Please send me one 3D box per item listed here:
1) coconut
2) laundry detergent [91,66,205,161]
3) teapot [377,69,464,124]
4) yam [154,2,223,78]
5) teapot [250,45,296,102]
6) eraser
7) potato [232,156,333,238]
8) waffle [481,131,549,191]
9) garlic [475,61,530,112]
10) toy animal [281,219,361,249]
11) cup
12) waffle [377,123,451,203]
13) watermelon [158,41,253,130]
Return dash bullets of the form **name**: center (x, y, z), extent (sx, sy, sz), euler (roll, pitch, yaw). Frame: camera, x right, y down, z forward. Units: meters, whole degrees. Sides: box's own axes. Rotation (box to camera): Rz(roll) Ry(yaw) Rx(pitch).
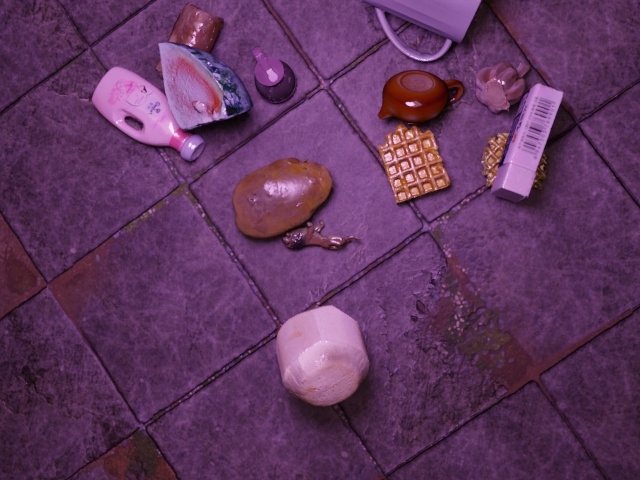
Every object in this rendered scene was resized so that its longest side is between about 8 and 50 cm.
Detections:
- **coconut**: center (0.000, 0.288, 1.662), extent (0.237, 0.266, 0.237), euler (-4, 124, -6)
- **laundry detergent**: center (-0.481, -0.347, 1.785), extent (0.335, 0.088, 0.159), euler (37, 96, 4)
- **teapot**: center (0.274, -0.382, 1.715), extent (0.252, 0.135, 0.178), euler (-14, 53, -15)
- **yam**: center (-0.364, -0.541, 1.758), extent (0.129, 0.128, 0.238), euler (26, 91, 6)
- **teapot**: center (-0.131, -0.464, 1.729), extent (0.116, 0.146, 0.148), euler (-4, 88, 5)
- **eraser**: center (0.537, -0.251, 1.645), extent (0.086, 0.130, 0.287), euler (20, 88, 4)
- **potato**: center (-0.108, -0.122, 1.726), extent (0.296, 0.141, 0.192), euler (-26, 89, 1)
- **waffle**: center (0.535, -0.212, 1.725), extent (0.183, 0.036, 0.169), euler (4, 88, 7)
- **garlic**: center (0.499, -0.434, 1.705), extent (0.131, 0.127, 0.194), euler (47, 66, -14)
- **toy animal**: center (0.003, -0.016, 1.753), extent (0.219, 0.069, 0.086), euler (3, 111, 10)
- **cup**: center (0.262, -0.661, 1.679), extent (0.327, 0.237, 0.323), euler (25, 121, 4)
- **waffle**: center (0.254, -0.224, 1.740), extent (0.160, 0.055, 0.211), euler (-17, 87, 5)
- **watermelon**: center (-0.324, -0.388, 1.638), extent (0.213, 0.320, 0.289), euler (-44, 112, 12)
